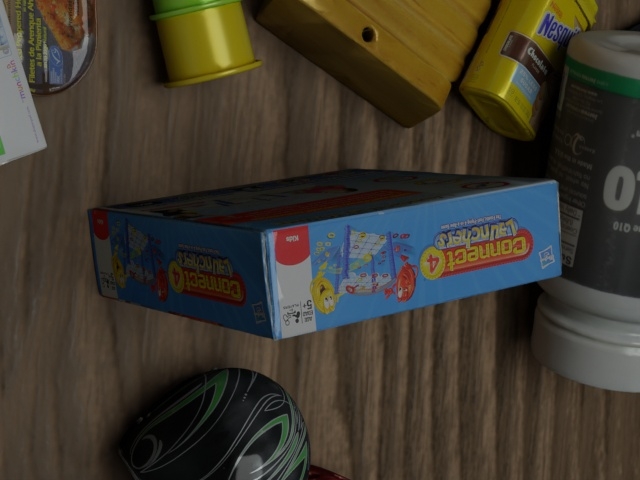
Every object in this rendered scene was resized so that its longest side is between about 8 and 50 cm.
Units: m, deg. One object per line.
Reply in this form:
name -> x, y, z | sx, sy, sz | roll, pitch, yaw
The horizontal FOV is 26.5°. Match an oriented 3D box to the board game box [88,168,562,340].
board game box -> 0.000, 0.000, 1.209 | 0.308, 0.302, 0.086 | -10, 100, -33

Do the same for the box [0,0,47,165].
box -> -0.313, -0.154, 1.091 | 0.103, 0.114, 0.203 | -24, 109, -30

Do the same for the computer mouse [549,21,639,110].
computer mouse -> 0.346, -0.208, 1.595 | 0.242, 0.041, 0.071 | -24, 92, -23

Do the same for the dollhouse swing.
dollhouse swing -> 0.147, -0.323, 1.281 | 0.315, 0.305, 0.347 | 32, 76, -33

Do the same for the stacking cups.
stacking cups -> -0.138, -0.300, 1.225 | 0.096, 0.096, 0.316 | -21, 101, -32

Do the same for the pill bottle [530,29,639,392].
pill bottle -> 0.341, -0.034, 1.474 | 0.204, 0.204, 0.361 | -7, 113, -34

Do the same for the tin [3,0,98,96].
tin -> -0.249, -0.220, 1.177 | 0.106, 0.040, 0.190 | -4, 97, -39

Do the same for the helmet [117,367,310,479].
helmet -> -0.088, 0.200, 1.264 | 0.161, 0.169, 0.169 | -34, 114, -9

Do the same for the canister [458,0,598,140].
canister -> 0.226, -0.208, 1.473 | 0.126, 0.073, 0.170 | 40, 73, -53

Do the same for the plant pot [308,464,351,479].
plant pot -> 0.011, 0.329, 1.331 | 0.191, 0.174, 0.191 | -5, 98, -37
